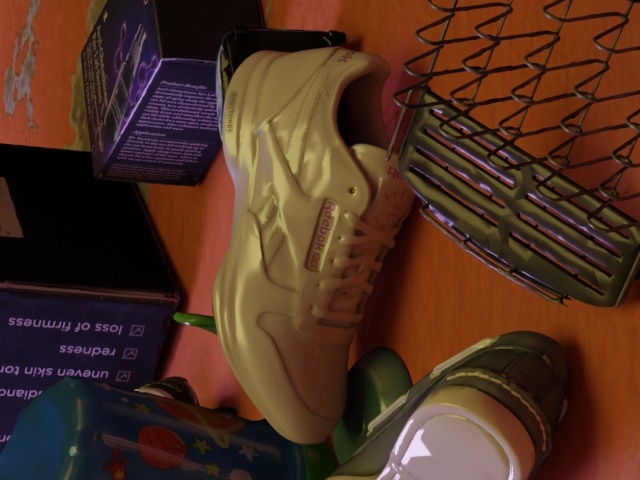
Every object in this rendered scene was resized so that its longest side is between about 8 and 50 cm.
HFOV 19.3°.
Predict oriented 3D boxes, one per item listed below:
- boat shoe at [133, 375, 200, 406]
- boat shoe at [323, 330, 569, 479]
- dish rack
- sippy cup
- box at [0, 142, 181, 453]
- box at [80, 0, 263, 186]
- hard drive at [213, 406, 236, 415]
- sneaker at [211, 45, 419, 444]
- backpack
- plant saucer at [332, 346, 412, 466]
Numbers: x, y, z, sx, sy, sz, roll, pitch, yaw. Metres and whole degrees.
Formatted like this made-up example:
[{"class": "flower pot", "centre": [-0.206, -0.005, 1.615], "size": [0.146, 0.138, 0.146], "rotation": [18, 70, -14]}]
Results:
[{"class": "boat shoe", "centre": [-0.141, 0.240, 1.718], "size": [0.079, 0.084, 0.233], "rotation": [-34, -53, -73]}, {"class": "boat shoe", "centre": [0.082, 0.157, 1.292], "size": [0.099, 0.116, 0.319], "rotation": [-50, -4, -32]}, {"class": "dish rack", "centre": [0.134, -0.096, 1.108], "size": [0.208, 0.074, 0.272], "rotation": [36, 123, 28]}, {"class": "sippy cup", "centre": [-0.139, 0.221, 1.496], "size": [0.240, 0.224, 0.305], "rotation": [-42, 34, 40]}, {"class": "box", "centre": [-0.452, 0.156, 1.955], "size": [0.297, 0.479, 0.472], "rotation": [-119, 41, -52]}, {"class": "box", "centre": [-0.140, -0.168, 1.768], "size": [0.207, 0.108, 0.153], "rotation": [126, 141, -50]}, {"class": "hard drive", "centre": [-0.112, 0.212, 1.750], "size": [0.135, 0.022, 0.094], "rotation": [150, 120, -61]}, {"class": "sneaker", "centre": [0.000, 0.000, 1.413], "size": [0.152, 0.114, 0.305], "rotation": [-5, 85, 36]}, {"class": "backpack", "centre": [-0.034, -0.113, 1.542], "size": [0.084, 0.105, 0.114], "rotation": [150, 122, -87]}, {"class": "plant saucer", "centre": [0.036, 0.140, 1.442], "size": [0.119, 0.021, 0.119], "rotation": [-176, 90, -66]}]
